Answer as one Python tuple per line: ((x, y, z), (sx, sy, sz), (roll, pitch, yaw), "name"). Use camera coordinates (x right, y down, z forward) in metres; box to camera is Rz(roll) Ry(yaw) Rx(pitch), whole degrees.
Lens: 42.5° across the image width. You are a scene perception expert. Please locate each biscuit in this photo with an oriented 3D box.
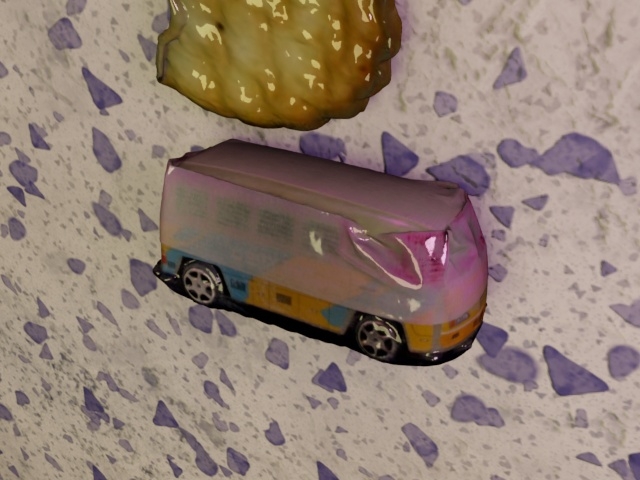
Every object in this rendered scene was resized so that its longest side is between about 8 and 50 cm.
((-0.078, -0.256, 0.862), (0.335, 0.078, 0.329), (-19, 111, 42), "biscuit")

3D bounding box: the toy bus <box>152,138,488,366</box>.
((0.000, 0.000, 0.920), (0.386, 0.171, 0.163), (15, 124, 25), "toy bus")
